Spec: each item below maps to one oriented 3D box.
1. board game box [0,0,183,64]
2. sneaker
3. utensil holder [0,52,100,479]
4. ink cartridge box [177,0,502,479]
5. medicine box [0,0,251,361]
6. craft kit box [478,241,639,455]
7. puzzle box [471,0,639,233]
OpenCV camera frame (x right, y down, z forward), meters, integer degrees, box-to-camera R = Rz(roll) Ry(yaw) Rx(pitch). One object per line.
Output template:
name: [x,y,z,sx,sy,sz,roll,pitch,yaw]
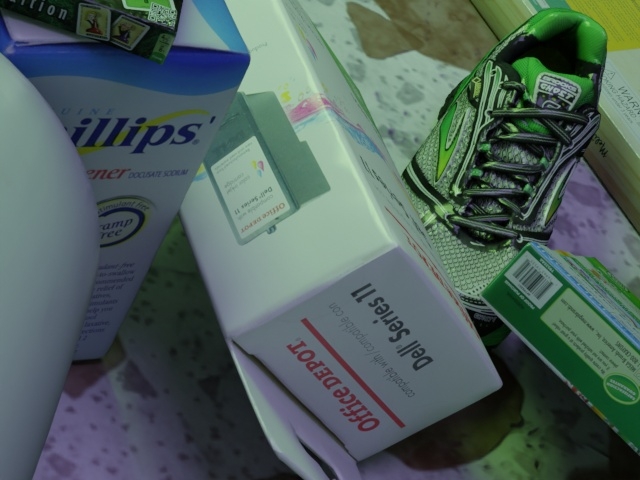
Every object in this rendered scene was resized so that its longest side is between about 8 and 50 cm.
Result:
board game box: [-0.190,-0.183,0.855,0.259,0.030,0.136,18,42,-14]
sneaker: [0.128,-0.059,1.254,0.134,0.146,0.343,26,46,-4]
utensil holder: [-0.291,0.098,0.758,0.327,0.327,0.385,23,40,-8]
ink cartridge box: [0.000,0.000,1.064,0.207,0.119,0.353,50,14,-53]
medicine box: [-0.193,-0.108,1.018,0.149,0.289,0.263,-4,53,-31]
craft kit box: [0.237,0.107,1.138,0.250,0.061,0.246,46,14,16]
puzzle box: [0.324,-0.132,1.499,0.272,0.052,0.409,-10,56,-34]
